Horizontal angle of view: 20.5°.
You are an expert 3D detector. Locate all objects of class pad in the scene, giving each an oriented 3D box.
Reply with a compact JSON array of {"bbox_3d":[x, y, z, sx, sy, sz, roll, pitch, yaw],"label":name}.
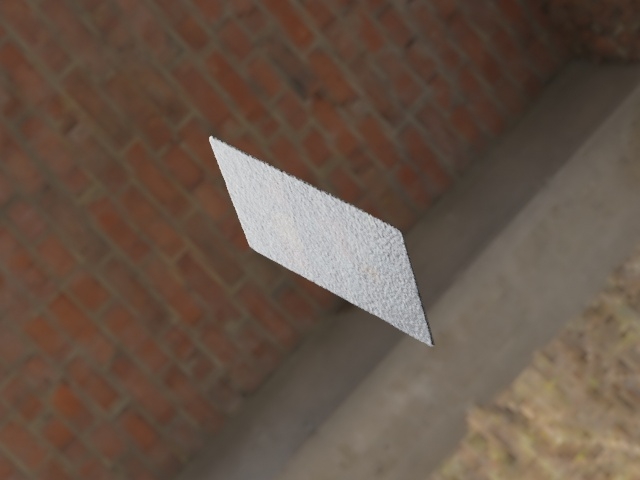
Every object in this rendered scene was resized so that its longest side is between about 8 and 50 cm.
[{"bbox_3d":[0.000,0.000,1.423,0.211,0.003,0.143,27,150,36],"label":"pad"}]
